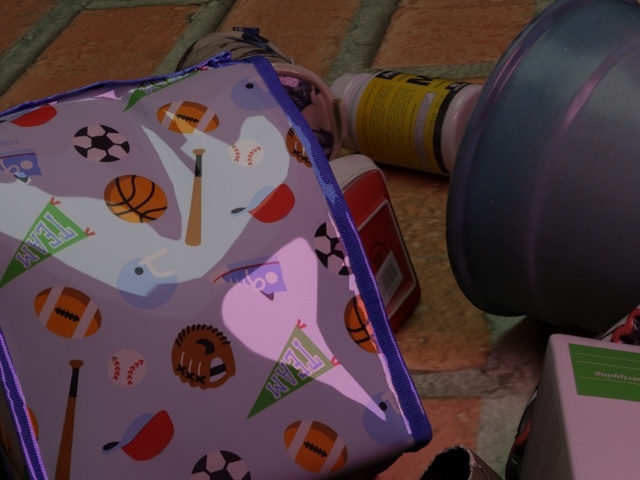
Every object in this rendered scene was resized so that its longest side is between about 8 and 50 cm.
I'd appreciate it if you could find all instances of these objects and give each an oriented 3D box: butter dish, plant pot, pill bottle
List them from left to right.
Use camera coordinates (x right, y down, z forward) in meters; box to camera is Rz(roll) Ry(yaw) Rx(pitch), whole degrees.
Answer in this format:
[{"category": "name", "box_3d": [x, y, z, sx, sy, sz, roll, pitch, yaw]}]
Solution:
[{"category": "butter dish", "box_3d": [0.015, 0.030, 1.667, 0.118, 0.160, 0.160, -10, 21, 31]}, {"category": "pill bottle", "box_3d": [0.113, -0.148, 2.042, 0.208, 0.119, 0.119, 14, 32, 37]}, {"category": "plant pot", "box_3d": [0.351, -0.029, 1.510, 0.334, 0.341, 0.341, 25, 39, 38]}]

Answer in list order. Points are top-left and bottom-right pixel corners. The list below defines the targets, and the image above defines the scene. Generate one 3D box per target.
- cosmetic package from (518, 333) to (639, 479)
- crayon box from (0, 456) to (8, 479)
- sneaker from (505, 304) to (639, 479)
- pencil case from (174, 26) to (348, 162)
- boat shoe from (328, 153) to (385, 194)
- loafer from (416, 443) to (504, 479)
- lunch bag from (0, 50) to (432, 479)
[{"category": "cosmetic package", "box_3d": [0.248, 0.222, 1.126, 0.197, 0.155, 0.365, 8, 23, -1]}, {"category": "crayon box", "box_3d": [-0.482, 0.176, 1.528, 0.313, 0.106, 0.363, -16, 27, -19]}, {"category": "sneaker", "box_3d": [0.259, 0.109, 1.363, 0.276, 0.097, 0.135, -46, 8, 12]}, {"category": "pencil case", "box_3d": [-0.078, -0.164, 2.011, 0.183, 0.160, 0.410, -22, 16, -5]}, {"category": "boat shoe", "box_3d": [0.000, 0.000, 1.793, 0.096, 0.098, 0.277, 14, 41, 37]}, {"category": "loafer", "box_3d": [0.044, 0.243, 1.218, 0.094, 0.087, 0.251, 18, 52, 43]}, {"category": "lunch bag", "box_3d": [-0.135, 0.051, 1.366, 0.328, 0.385, 0.239, -17, -11, -19]}]
